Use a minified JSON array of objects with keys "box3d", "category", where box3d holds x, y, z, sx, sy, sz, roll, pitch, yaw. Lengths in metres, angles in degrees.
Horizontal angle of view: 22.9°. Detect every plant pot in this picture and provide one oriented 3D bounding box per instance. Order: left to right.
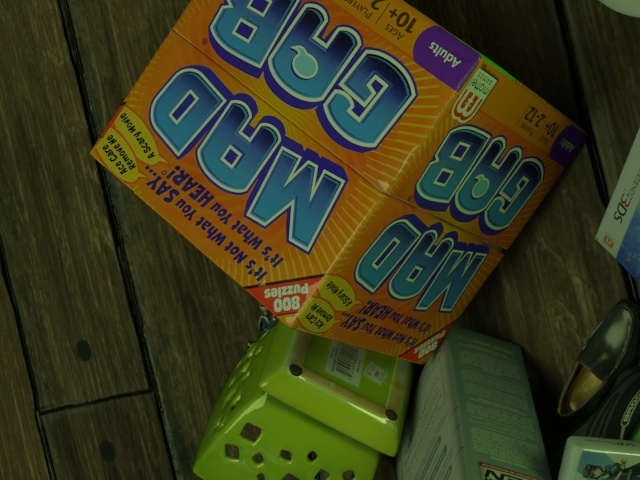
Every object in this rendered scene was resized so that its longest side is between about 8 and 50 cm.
[{"box3d":[-0.006,0.219,2.049,0.227,0.228,0.207,28,124,-6],"category":"plant pot"}]

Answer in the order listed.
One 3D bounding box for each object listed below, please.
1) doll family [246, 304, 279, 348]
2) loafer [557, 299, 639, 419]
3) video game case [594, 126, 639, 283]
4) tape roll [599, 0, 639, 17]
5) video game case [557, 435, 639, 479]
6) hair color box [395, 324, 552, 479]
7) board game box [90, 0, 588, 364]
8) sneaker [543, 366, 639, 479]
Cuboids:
[{"box3d":[-0.009,0.156,2.200,0.193,0.076,0.111,10,98,35],"category":"doll family"},{"box3d":[0.341,0.150,1.918,0.062,0.061,0.170,33,116,32],"category":"loafer"},{"box3d":[0.437,0.011,1.744,0.269,0.061,0.244,48,156,23],"category":"video game case"},{"box3d":[0.390,-0.363,1.794,0.219,0.072,0.219,8,102,38],"category":"tape roll"},{"box3d":[0.393,0.380,1.784,0.036,0.299,0.329,-102,19,-66],"category":"video game case"},{"box3d":[0.177,0.274,1.886,0.113,0.374,0.185,18,114,-8],"category":"hair color box"},{"box3d":[0.029,-0.115,1.881,0.356,0.356,0.356,40,99,28],"category":"board game box"},{"box3d":[0.311,0.359,1.906,0.483,0.185,0.202,-55,29,15],"category":"sneaker"}]
